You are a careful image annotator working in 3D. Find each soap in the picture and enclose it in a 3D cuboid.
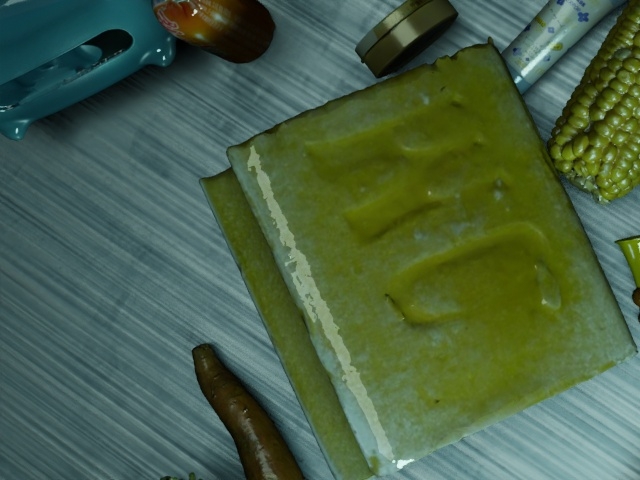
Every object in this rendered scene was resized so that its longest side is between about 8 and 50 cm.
[{"bbox_3d":[0.088,0.019,1.361,0.293,0.156,0.335,-20,83,-23],"label":"soap"}]

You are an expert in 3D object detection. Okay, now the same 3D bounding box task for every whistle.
[{"bbox_3d":[0.321,0.044,1.417,0.046,0.057,0.109,-11,96,58],"label":"whistle"}]

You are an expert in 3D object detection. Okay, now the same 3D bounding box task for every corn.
[{"bbox_3d":[0.317,-0.183,1.388,0.102,0.102,0.313,30,93,13],"label":"corn"}]

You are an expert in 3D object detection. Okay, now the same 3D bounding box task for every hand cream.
[{"bbox_3d":[0.220,-0.197,1.427,0.065,0.043,0.171,41,110,-11],"label":"hand cream"}]

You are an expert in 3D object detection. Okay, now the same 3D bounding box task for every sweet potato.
[{"bbox_3d":[-0.057,0.217,1.491,0.057,0.057,0.265,-29,78,12],"label":"sweet potato"}]

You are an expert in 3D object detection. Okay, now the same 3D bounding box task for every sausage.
[{"bbox_3d":[-0.107,-0.218,1.420,0.071,0.234,0.071,0,89,14],"label":"sausage"}]

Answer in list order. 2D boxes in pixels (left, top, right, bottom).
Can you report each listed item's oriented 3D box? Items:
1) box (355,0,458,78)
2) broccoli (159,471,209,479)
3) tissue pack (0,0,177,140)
[{"bbox_3d":[0.084,-0.201,1.439,0.105,0.105,0.037,-39,86,10],"label":"box"},{"bbox_3d":[-0.163,0.349,1.441,0.243,0.247,0.263,31,139,44],"label":"broccoli"},{"bbox_3d":[-0.276,-0.239,1.474,0.287,0.198,0.206,-25,67,11],"label":"tissue pack"}]
